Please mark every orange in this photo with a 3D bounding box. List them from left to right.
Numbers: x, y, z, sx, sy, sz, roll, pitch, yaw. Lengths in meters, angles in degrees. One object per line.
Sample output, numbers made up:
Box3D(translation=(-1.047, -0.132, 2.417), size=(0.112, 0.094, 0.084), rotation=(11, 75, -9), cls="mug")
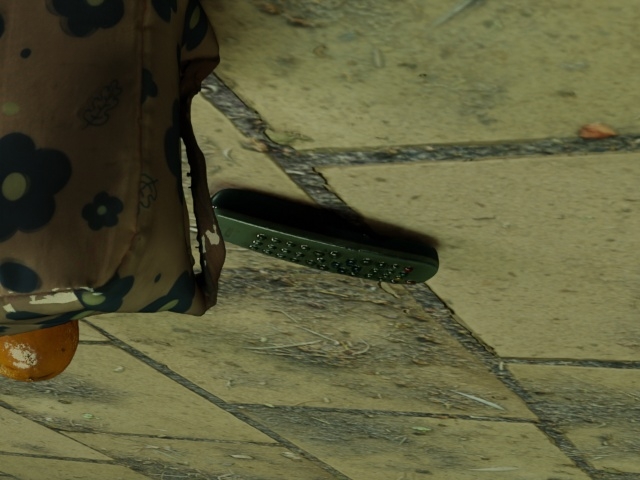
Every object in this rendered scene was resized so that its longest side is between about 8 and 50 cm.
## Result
Box3D(translation=(-0.342, 0.101, 1.476), size=(0.135, 0.117, 0.136), rotation=(26, 133, 32), cls="orange")

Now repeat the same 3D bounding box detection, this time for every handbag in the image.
Box3D(translation=(-0.154, -0.061, 0.808), size=(0.190, 0.252, 0.193), rotation=(-2, 165, 13), cls="handbag")

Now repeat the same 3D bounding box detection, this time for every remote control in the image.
Box3D(translation=(0.000, 0.000, 1.149), size=(0.221, 0.042, 0.072), rotation=(15, 159, -12), cls="remote control")
